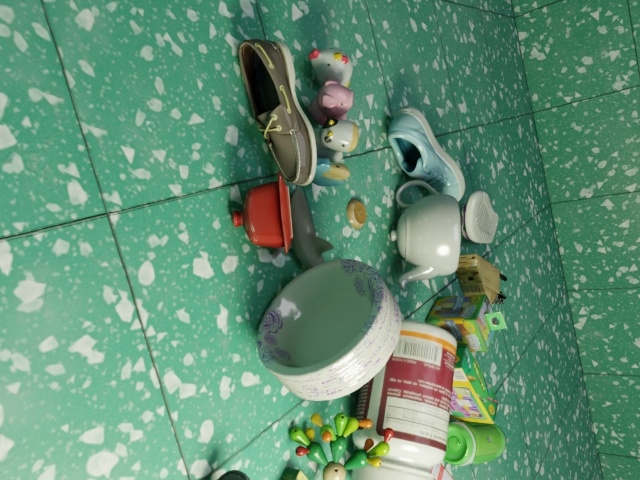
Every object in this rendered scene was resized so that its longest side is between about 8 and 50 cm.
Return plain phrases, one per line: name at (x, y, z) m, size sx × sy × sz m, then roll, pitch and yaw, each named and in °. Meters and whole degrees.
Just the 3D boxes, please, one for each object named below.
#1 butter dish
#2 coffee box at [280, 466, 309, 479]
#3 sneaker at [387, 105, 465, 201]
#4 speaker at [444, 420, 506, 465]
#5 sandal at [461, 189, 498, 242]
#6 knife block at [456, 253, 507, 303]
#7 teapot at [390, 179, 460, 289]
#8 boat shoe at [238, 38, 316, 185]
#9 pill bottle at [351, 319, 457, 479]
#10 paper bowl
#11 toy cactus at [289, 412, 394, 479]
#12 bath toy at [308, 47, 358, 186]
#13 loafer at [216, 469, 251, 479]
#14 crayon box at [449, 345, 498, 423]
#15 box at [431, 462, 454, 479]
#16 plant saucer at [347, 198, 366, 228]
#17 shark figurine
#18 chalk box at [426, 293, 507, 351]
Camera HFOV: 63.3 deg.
butter dish at (-0.119, -0.048, 1.046) m, size 0.160 × 0.118 × 0.160 m, roll 144°, pitch -59°, yaw -84°
coffee box at (-0.069, 0.572, 1.048) m, size 0.113 × 0.041 × 0.184 m, roll 60°, pitch 44°, yaw -26°
sneaker at (0.312, -0.226, 1.599) m, size 0.366 × 0.135 × 0.150 m, roll 48°, pitch 57°, yaw -24°
speaker at (0.481, 0.638, 1.643) m, size 0.297 × 0.131 × 0.131 m, roll 20°, pitch 69°, yaw -48°
sandal at (0.561, -0.069, 1.895) m, size 0.416 × 0.102 × 0.169 m, roll 28°, pitch 77°, yaw -59°
knife block at (0.601, 0.126, 1.909) m, size 0.242 × 0.088 × 0.275 m, roll -42°, pitch 115°, yaw -47°
teapot at (0.296, -0.021, 1.498) m, size 0.256 × 0.187 × 0.252 m, roll -71°, pitch 160°, yaw -66°
boat shoe at (-0.095, -0.271, 1.109) m, size 0.097 × 0.117 × 0.324 m, roll -13°, pitch 90°, yaw -46°
pill bottle at (0.201, 0.411, 1.263) m, size 0.224 × 0.224 × 0.391 m, roll 37°, pitch 57°, yaw -41°
paper bowl at (0.026, 0.186, 1.040) m, size 0.148 × 0.284 × 0.284 m, roll 56°, pitch 46°, yaw -34°
toy cactus at (0.041, 0.461, 1.104) m, size 0.219 × 0.112 × 0.180 m, roll 9°, pitch 92°, yaw -13°
bath toy at (0.020, -0.308, 1.223) m, size 0.129 × 0.152 × 0.348 m, roll 27°, pitch 61°, yaw -53°
loafer at (-0.185, 0.535, 0.891) m, size 0.267 × 0.096 × 0.084 m, roll -66°, pitch 152°, yaw -24°
crayon box at (0.401, 0.430, 1.550) m, size 0.278 × 0.165 × 0.081 m, roll 56°, pitch 45°, yaw -29°
box at (0.215, 0.699, 1.292) m, size 0.154 × 0.142 × 0.299 m, roll 53°, pitch 47°, yaw -31°
plant saucer at (0.101, -0.072, 1.389) m, size 0.083 × 0.015 × 0.083 m, roll 12°, pitch 74°, yaw -49°
shark figurine at (0.005, 0.029, 1.180) m, size 0.278 × 0.116 × 0.166 m, roll 54°, pitch 48°, yaw -28°
chalk box at (0.464, 0.258, 1.618) m, size 0.132 × 0.213 × 0.132 m, roll -48°, pitch 120°, yaw -44°
